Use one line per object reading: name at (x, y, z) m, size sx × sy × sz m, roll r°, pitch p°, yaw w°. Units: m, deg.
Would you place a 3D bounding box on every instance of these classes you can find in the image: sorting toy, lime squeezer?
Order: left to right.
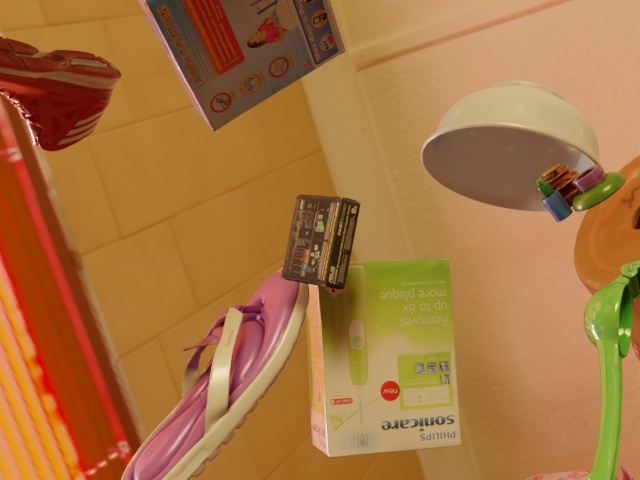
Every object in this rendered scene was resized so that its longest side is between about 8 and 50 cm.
sorting toy at (0.226, -0.051, 0.741) m, size 0.042 × 0.061 × 0.102 m, roll 53°, pitch -11°, yaw -4°
lime squeezer at (0.270, 0.044, 0.608) m, size 0.059 × 0.310 × 0.110 m, roll 57°, pitch -15°, yaw -25°

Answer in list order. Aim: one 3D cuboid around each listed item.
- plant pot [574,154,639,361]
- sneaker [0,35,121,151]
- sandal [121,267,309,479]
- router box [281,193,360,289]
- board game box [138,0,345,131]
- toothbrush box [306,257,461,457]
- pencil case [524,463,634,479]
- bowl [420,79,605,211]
plant pot at (0.431, 0.023, 0.922) m, size 0.203 × 0.291 × 0.291 m, roll 31°, pitch -54°, yaw -17°
sneaker at (-0.350, -0.163, 0.963) m, size 0.087 × 0.221 × 0.128 m, roll 47°, pitch -57°, yaw 40°
sandal at (-0.154, 0.193, 1.150) m, size 0.102 × 0.416 × 0.169 m, roll 43°, pitch -21°, yaw -28°
router box at (0.000, 0.000, 1.102) m, size 0.092 × 0.038 × 0.122 m, roll 8°, pitch -94°, yaw 48°
board game box at (-0.134, -0.395, 1.448) m, size 0.086 × 0.302 × 0.308 m, roll 51°, pitch -10°, yaw 39°
toothbrush box at (0.091, 0.173, 1.248) m, size 0.206 × 0.122 × 0.283 m, roll -1°, pitch -94°, yaw -13°
pencil case at (0.289, 0.380, 0.858) m, size 0.124 × 0.124 × 0.284 m, roll -4°, pitch -81°, yaw 31°
bowl at (0.321, -0.167, 1.328) m, size 0.298 × 0.298 × 0.134 m, roll 7°, pitch -110°, yaw 28°
